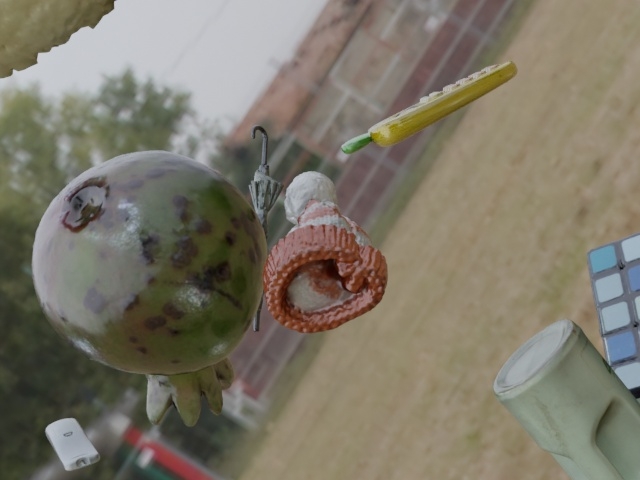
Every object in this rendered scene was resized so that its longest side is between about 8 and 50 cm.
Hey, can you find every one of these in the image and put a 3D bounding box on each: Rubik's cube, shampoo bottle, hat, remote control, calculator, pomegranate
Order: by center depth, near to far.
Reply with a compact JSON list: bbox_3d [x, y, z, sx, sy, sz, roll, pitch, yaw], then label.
[{"bbox_3d":[0.252,0.185,1.250,0.087,0.234,0.118,-38,5,24],"label":"shampoo bottle"},{"bbox_3d":[0.000,0.000,1.319,0.112,0.093,0.162,-24,29,14],"label":"hat"},{"bbox_3d":[0.389,0.092,1.442,0.187,0.184,0.182,-21,50,23],"label":"Rubik's cube"},{"bbox_3d":[-0.148,0.059,1.484,0.242,0.306,0.242,-25,22,11],"label":"pomegranate"},{"bbox_3d":[0.133,-0.159,1.798,0.235,0.032,0.146,-28,5,2],"label":"calculator"},{"bbox_3d":[-0.348,0.280,2.053,0.050,0.027,0.184,-18,14,-16],"label":"remote control"}]

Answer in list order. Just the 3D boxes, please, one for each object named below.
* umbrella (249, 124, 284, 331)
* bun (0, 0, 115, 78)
[{"bbox_3d":[-0.066,-0.016,1.791,0.044,0.044,0.269,-17,65,37],"label":"umbrella"},{"bbox_3d":[-0.216,-0.232,1.013,0.259,0.152,0.259,-28,35,22],"label":"bun"}]
